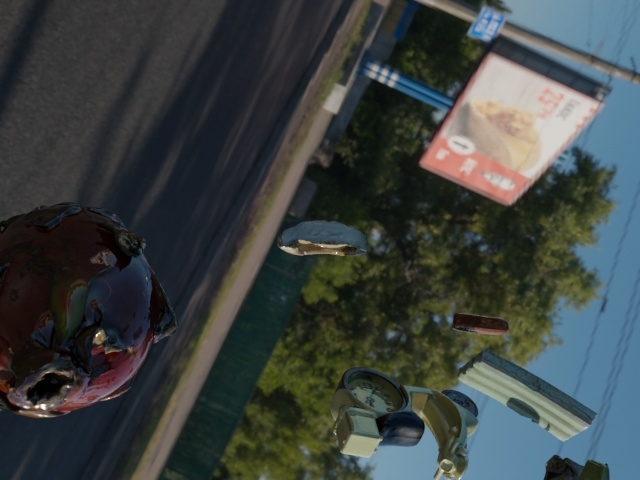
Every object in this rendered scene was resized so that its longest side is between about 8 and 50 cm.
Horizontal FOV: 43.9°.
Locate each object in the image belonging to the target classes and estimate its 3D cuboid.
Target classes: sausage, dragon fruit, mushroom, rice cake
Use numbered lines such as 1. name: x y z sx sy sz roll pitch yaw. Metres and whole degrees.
1. sausage: 0.368 0.193 1.820 0.039 0.131 0.041 90 7 -60
2. dragon fruit: -0.302 0.081 0.945 0.315 0.250 0.250 30 -84 52
3. mushroom: -0.001 -0.002 1.753 0.094 0.210 0.072 126 -38 -63
4. rice cake: 0.372 0.281 1.446 0.043 0.237 0.127 -54 173 -30

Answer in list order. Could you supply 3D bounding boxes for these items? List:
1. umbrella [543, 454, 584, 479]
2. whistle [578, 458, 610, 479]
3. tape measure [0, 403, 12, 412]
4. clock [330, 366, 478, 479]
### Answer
1. umbrella: 0.493 0.641 1.747 0.357 0.106 0.113 -60 -171 -31
2. whistle: 0.417 0.514 1.299 0.141 0.141 0.294 -68 155 -83
3. tape measure: -0.469 0.165 1.147 0.199 0.186 0.112 93 4 -47
4. clock: 0.207 0.418 1.814 0.276 0.379 0.120 -101 -152 -60
